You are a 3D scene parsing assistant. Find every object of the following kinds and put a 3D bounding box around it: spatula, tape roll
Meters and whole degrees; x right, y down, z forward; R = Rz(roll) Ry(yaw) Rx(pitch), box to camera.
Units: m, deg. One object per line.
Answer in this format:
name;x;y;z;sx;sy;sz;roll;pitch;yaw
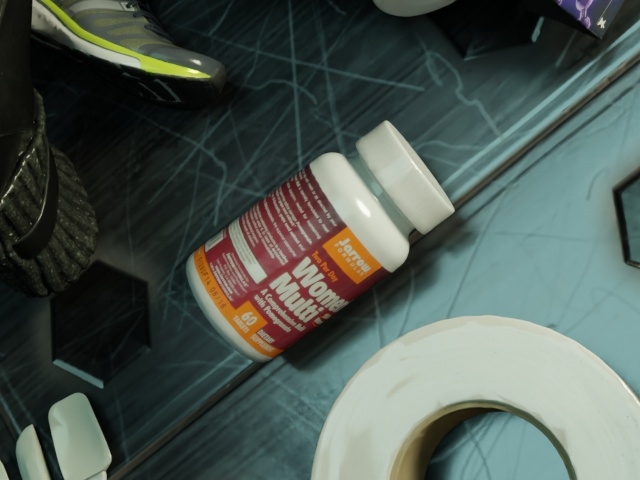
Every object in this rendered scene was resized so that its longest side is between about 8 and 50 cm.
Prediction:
spatula;-0.250;0.288;1.023;0.168;0.019;0.242;-29;70;12
tape roll;0.137;0.207;0.850;0.286;0.100;0.286;-4;78;19

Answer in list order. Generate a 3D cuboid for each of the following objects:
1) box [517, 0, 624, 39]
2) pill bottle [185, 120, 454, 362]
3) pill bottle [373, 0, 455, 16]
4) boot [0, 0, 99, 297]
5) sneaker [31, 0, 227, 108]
box;0.221;-0.326;0.859;0.103;0.184;0.261;38;101;42
pill bottle;0.000;0.000;0.933;0.221;0.121;0.121;-37;69;10
pill bottle;0.068;-0.327;0.975;0.121;0.121;0.216;-25;72;14
boot;-0.303;-0.136;1.002;0.131;0.260;0.347;1;74;15
sneaker;-0.212;-0.231;1.071;0.300;0.111;0.121;29;86;21
